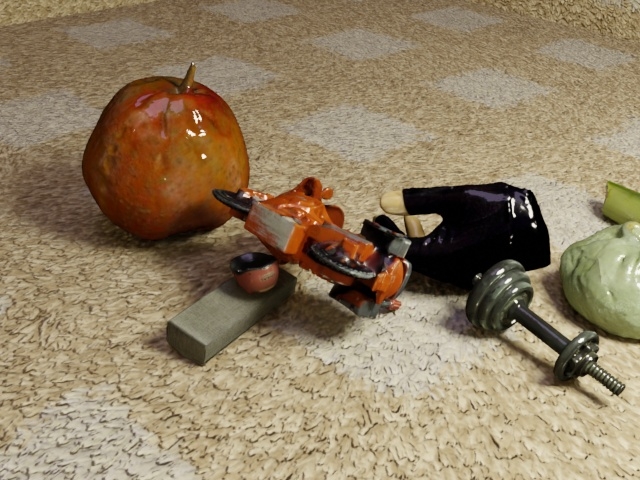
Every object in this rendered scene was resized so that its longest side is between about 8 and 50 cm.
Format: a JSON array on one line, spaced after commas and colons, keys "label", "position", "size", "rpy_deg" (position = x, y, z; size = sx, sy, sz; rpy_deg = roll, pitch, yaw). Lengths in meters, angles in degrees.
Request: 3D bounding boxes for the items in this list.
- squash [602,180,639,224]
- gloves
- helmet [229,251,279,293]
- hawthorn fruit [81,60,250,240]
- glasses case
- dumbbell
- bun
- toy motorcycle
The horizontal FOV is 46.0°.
[{"label": "squash", "position": [0.605, -0.033, 1.326], "size": [0.083, 0.083, 0.250], "rpy_deg": [-22, 35, -35]}, {"label": "gloves", "position": [0.193, -0.011, 1.153], "size": [0.301, 0.197, 0.152], "rpy_deg": [5, 53, 37]}, {"label": "helmet", "position": [-0.089, 0.049, 1.059], "size": [0.065, 0.049, 0.084], "rpy_deg": [-21, 18, -21]}, {"label": "hawthorn fruit", "position": [-0.249, -0.160, 1.244], "size": [0.277, 0.298, 0.277], "rpy_deg": [14, 32, -9]}, {"label": "glasses case", "position": [-0.122, 0.096, 1.066], "size": [0.071, 0.047, 0.205], "rpy_deg": [28, 38, 22]}, {"label": "dumbbell", "position": [0.300, 0.122, 1.019], "size": [0.110, 0.110, 0.254], "rpy_deg": [-19, 44, -32]}, {"label": "bun", "position": [0.468, 0.047, 1.127], "size": [0.204, 0.126, 0.212], "rpy_deg": [-1, 32, -4]}, {"label": "toy motorcycle", "position": [0.000, 0.000, 1.100], "size": [0.326, 0.148, 0.221], "rpy_deg": [31, 12, 38]}]
